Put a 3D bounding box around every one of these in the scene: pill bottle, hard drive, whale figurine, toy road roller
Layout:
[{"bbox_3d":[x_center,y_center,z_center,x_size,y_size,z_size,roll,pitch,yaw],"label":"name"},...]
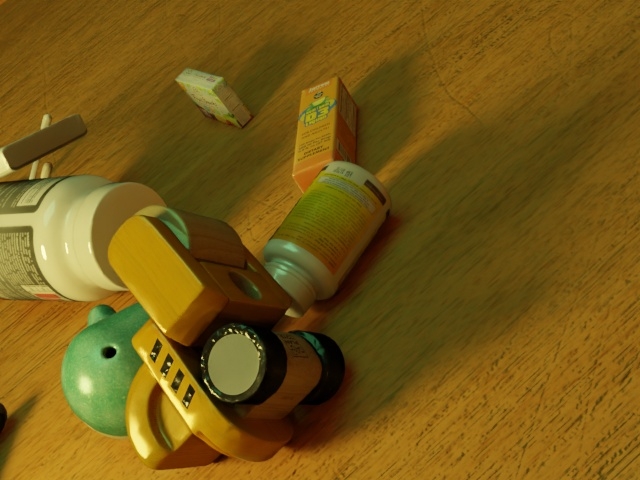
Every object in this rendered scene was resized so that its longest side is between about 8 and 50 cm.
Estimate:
[{"bbox_3d":[-0.428,-0.002,1.892,0.363,0.210,0.210,-1,48,41],"label":"pill bottle"},{"bbox_3d":[-0.616,-0.120,2.048,0.353,0.047,0.233,-20,12,29],"label":"hard drive"},{"bbox_3d":[-0.240,0.140,1.571,0.216,0.141,0.272,32,72,22],"label":"whale figurine"},{"bbox_3d":[0.000,0.000,1.584,0.117,0.117,0.215,8,54,47],"label":"pill bottle"},{"bbox_3d":[-0.157,0.139,1.429,0.240,0.202,0.329,-47,64,15],"label":"toy road roller"}]

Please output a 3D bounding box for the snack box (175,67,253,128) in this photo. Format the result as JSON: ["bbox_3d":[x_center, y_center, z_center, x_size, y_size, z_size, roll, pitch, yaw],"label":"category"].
[{"bbox_3d":[-0.196,-0.262,2.088,0.037,0.100,0.141,-47,35,-14],"label":"snack box"}]

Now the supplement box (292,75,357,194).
[{"bbox_3d":[0.009,-0.160,1.804,0.078,0.080,0.233,-21,35,19],"label":"supplement box"}]

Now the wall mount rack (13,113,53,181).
[{"bbox_3d":[-0.615,-0.079,2.224,0.304,0.130,0.350,-32,35,7],"label":"wall mount rack"}]

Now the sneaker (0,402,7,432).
[{"bbox_3d":[-0.533,0.346,1.711,0.118,0.083,0.222,24,58,32],"label":"sneaker"}]
